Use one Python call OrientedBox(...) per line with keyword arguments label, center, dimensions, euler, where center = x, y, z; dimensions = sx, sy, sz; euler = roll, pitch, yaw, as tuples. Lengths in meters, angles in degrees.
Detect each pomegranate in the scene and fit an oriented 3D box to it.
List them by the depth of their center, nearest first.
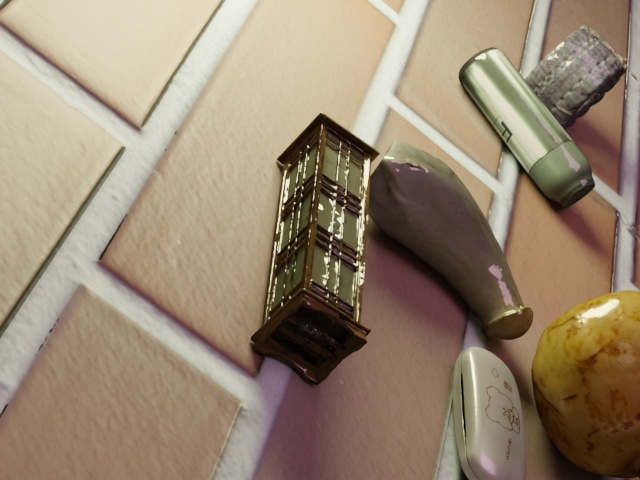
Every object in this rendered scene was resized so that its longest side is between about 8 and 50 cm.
OrientedBox(label="pomegranate", center=(0.347, 0.167, 1.586), dimensions=(0.215, 0.215, 0.215), euler=(30, 35, -24))

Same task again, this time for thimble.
OrientedBox(label="thimble", center=(0.385, -0.247, 2.160), dimensions=(0.098, 0.150, 0.150), euler=(48, 32, 9))

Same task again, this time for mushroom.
OrientedBox(label="mushroom", center=(0.157, -0.001, 1.669), dimensions=(0.270, 0.103, 0.118), euler=(47, 31, -8))

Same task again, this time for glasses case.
OrientedBox(label="glasses case", center=(0.180, 0.192, 1.518), dimensions=(0.074, 0.049, 0.193), euler=(31, 33, -21))

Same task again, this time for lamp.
OrientedBox(label="lamp", center=(0.000, 0.000, 1.495), dimensions=(0.089, 0.090, 0.325), euler=(32, 35, -21))

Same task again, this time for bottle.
OrientedBox(label="bottle", center=(0.295, -0.160, 2.029), dimensions=(0.253, 0.079, 0.096), euler=(55, -5, 17))
